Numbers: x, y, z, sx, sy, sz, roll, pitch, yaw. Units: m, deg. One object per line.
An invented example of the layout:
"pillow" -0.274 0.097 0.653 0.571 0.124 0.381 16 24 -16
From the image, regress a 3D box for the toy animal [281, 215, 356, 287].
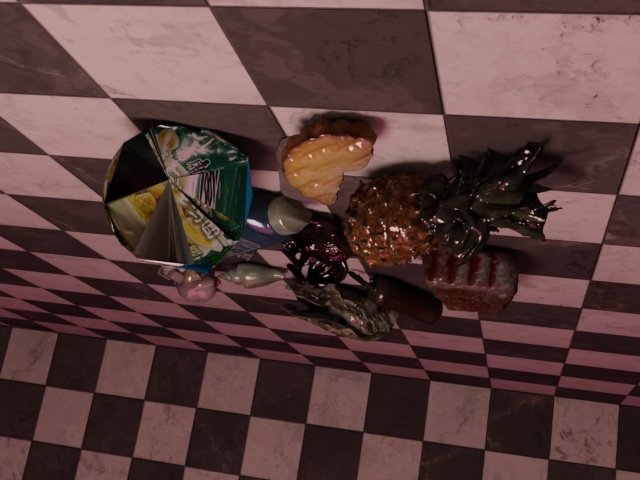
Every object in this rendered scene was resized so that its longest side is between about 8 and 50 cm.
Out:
"toy animal" 0.008 -0.001 1.684 0.179 0.116 0.219 -18 132 0

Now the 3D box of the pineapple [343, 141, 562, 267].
"pineapple" 0.200 -0.042 1.271 0.364 0.166 0.165 -8 156 43

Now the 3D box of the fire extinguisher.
"fire extinguisher" 0.181 0.133 2.043 0.267 0.072 0.089 23 -165 -39

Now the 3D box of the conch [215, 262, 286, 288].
"conch" -0.171 0.091 2.095 0.180 0.065 0.088 1 162 7

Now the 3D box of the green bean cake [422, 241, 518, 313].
"green bean cake" 0.297 0.078 1.730 0.198 0.097 0.233 6 164 8

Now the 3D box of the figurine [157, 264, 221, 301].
"figurine" -0.328 0.087 2.109 0.137 0.112 0.229 3 153 38

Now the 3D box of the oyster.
"oyster" 0.056 0.181 2.181 0.350 0.158 0.162 9 -152 -26

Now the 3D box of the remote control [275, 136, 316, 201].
"remote control" -0.032 -0.114 1.398 0.077 0.022 0.245 8 164 2

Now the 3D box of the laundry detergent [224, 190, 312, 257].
"laundry detergent" -0.138 -0.039 1.607 0.289 0.094 0.143 -11 142 44

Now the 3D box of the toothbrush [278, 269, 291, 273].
"toothbrush" -0.104 0.082 2.125 0.013 0.011 0.131 -5 174 -35

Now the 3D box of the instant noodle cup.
"instant noodle cup" -0.226 -0.059 1.377 0.240 0.240 0.178 10 171 -3

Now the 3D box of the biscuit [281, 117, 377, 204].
"biscuit" 0.006 -0.128 1.234 0.118 0.061 0.183 23 146 -18

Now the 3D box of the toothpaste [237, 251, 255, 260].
"toothpaste" -0.146 -0.002 1.819 0.062 0.039 0.239 19 160 -8
